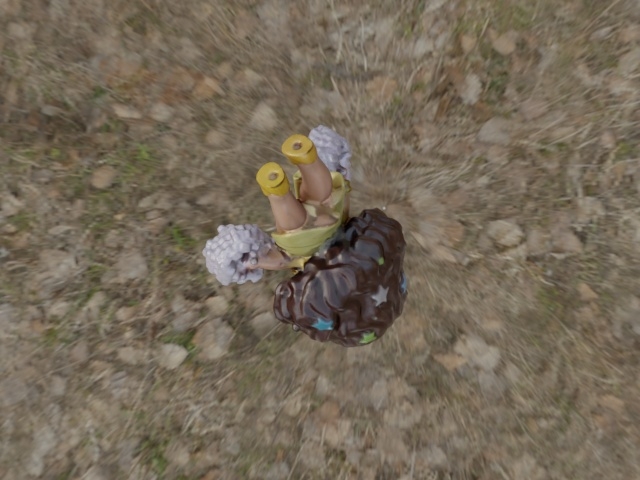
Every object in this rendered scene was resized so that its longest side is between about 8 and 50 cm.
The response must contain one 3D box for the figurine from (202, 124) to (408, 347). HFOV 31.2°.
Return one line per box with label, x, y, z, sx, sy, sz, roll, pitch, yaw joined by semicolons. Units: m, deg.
figurine;0.001;0.001;1.018;0.175;0.116;0.240;-45;132;-15
